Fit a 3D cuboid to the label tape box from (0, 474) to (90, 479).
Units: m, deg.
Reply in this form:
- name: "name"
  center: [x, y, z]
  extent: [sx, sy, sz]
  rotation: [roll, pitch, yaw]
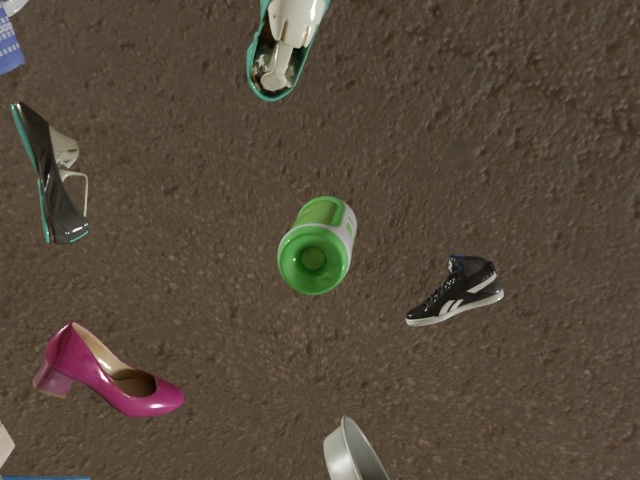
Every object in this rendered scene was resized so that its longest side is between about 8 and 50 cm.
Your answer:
- name: "label tape box"
  center: [-0.552, 0.500, 1.146]
  extent: [0.348, 0.249, 0.115]
  rotation: [-18, 65, 10]

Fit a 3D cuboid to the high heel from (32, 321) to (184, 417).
- name: "high heel"
  center: [-0.460, 0.308, 1.462]
  extent: [0.181, 0.377, 0.127]
  rotation: [-55, 42, 17]

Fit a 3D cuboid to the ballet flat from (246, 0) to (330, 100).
- name: "ballet flat"
  center: [-0.037, -0.247, 0.733]
  extent: [0.083, 0.247, 0.087]
  rotation: [2, 68, -15]

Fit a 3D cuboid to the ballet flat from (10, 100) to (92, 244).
- name: "ballet flat"
  center: [-0.486, -0.127, 1.138]
  extent: [0.096, 0.095, 0.280]
  rotation: [-15, 84, -25]

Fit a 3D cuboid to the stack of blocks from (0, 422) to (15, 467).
- name: "stack of blocks"
  center: [-0.476, 0.320, 0.708]
  extent: [0.171, 0.297, 0.087]
  rotation: [-10, 116, 8]

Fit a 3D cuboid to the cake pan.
- name: "cake pan"
  center: [0.088, 0.455, 1.089]
  extent: [0.054, 0.293, 0.293]
  rotation: [-29, 77, 3]

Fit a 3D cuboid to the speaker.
- name: "speaker"
  center: [0.000, 0.000, 1.149]
  extent: [0.131, 0.296, 0.131]
  rotation: [2, 105, 6]

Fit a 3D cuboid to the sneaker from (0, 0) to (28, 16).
- name: "sneaker"
  center: [-0.629, -0.484, 1.150]
  extent: [0.137, 0.210, 0.366]
  rotation: [43, 53, -19]

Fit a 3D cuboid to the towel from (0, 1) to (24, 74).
- name: "towel"
  center: [-0.343, -0.231, 0.376]
  extent: [0.040, 0.336, 0.243]
  rotation: [-5, 32, 22]

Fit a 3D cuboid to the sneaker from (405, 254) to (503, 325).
- name: "sneaker"
  center: [0.273, 0.097, 1.334]
  extent: [0.217, 0.079, 0.121]
  rotation: [-20, 98, 3]
